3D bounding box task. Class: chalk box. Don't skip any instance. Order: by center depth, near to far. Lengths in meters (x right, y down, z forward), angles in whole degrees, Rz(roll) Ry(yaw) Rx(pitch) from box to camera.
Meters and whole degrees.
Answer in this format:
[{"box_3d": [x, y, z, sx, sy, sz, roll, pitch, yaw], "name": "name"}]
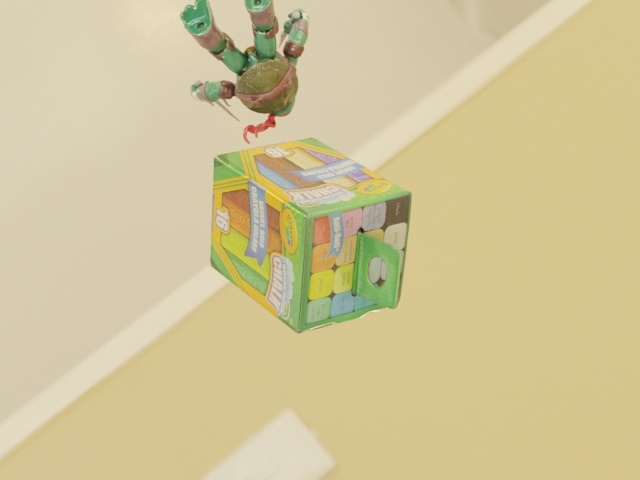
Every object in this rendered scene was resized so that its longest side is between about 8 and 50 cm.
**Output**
[{"box_3d": [0.000, 0.000, 1.805, 0.289, 0.179, 0.180, 33, -52, 46], "name": "chalk box"}]

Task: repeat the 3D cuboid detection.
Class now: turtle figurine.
[{"box_3d": [-0.077, -0.219, 1.635, 0.118, 0.175, 0.234, 51, -5, 30], "name": "turtle figurine"}]
